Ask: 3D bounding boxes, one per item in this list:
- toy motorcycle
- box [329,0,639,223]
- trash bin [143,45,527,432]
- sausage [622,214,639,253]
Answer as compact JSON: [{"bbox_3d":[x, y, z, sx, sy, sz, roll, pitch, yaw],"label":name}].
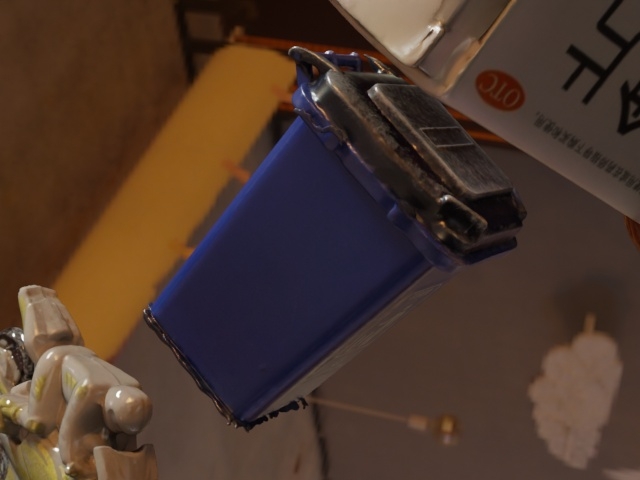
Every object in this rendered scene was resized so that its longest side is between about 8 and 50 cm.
[{"bbox_3d":[-0.259,0.200,1.426,0.108,0.340,0.223,5,-45,-46],"label":"toy motorcycle"},{"bbox_3d":[0.156,-0.105,0.596,0.333,0.145,0.173,25,-72,-43],"label":"box"},{"bbox_3d":[0.000,0.000,0.946,0.234,0.184,0.162,-46,-14,22],"label":"trash bin"},{"bbox_3d":[0.404,0.003,1.138,0.097,0.349,0.094,-136,51,-61],"label":"sausage"}]
